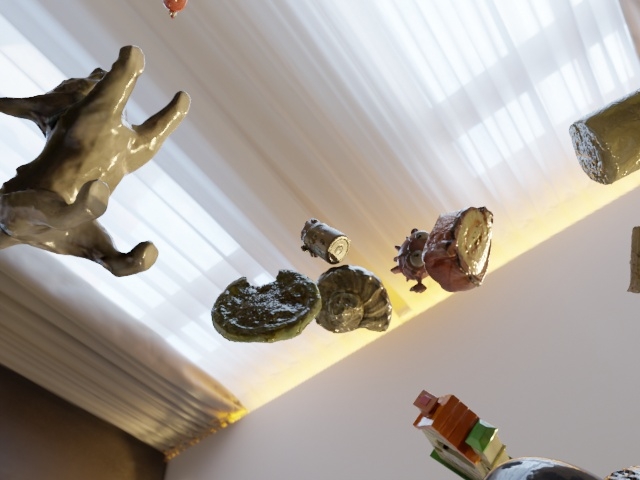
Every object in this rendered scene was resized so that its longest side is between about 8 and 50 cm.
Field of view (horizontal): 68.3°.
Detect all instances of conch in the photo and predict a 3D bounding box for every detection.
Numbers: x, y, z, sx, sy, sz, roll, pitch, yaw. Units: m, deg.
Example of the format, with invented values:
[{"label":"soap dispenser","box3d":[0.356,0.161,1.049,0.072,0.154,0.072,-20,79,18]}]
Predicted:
[{"label":"conch","box3d":[0.085,0.137,1.223,0.210,0.159,0.291,6,-162,9]}]

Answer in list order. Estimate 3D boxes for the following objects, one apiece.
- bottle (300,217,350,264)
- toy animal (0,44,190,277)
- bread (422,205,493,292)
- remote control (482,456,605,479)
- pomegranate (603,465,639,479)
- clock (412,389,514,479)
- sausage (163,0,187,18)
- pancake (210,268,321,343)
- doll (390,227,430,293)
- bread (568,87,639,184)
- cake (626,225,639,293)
[{"label":"bottle","box3d":[0.001,0.000,1.297,0.152,0.099,0.099,30,-106,41]},{"label":"toy animal","box3d":[-0.402,-0.133,0.754,0.302,0.194,0.345,1,-110,19]},{"label":"bread","box3d":[0.356,0.014,1.197,0.123,0.190,0.244,-11,-149,46]},{"label":"remote control","box3d":[0.247,0.363,0.496,0.221,0.104,0.332,28,-146,34]},{"label":"pomegranate","box3d":[0.480,0.474,0.647,0.322,0.322,0.322,-31,-150,20]},{"label":"clock","box3d":[0.333,0.459,1.100,0.106,0.255,0.219,-46,-145,-22]},{"label":"sausage","box3d":[-0.138,-0.375,0.529,0.034,0.034,0.253,-86,-159,-52]},{"label":"pancake","box3d":[-0.118,0.138,1.017,0.253,0.037,0.254,-7,-151,4]},{"label":"doll","box3d":[0.345,0.067,1.676,0.211,0.093,0.262,-18,-128,40]},{"label":"bread","box3d":[0.603,-0.206,0.945,0.141,0.148,0.134,-27,-175,9]},{"label":"cake","box3d":[0.544,0.035,0.784,0.052,0.121,0.065,12,-132,46]}]
